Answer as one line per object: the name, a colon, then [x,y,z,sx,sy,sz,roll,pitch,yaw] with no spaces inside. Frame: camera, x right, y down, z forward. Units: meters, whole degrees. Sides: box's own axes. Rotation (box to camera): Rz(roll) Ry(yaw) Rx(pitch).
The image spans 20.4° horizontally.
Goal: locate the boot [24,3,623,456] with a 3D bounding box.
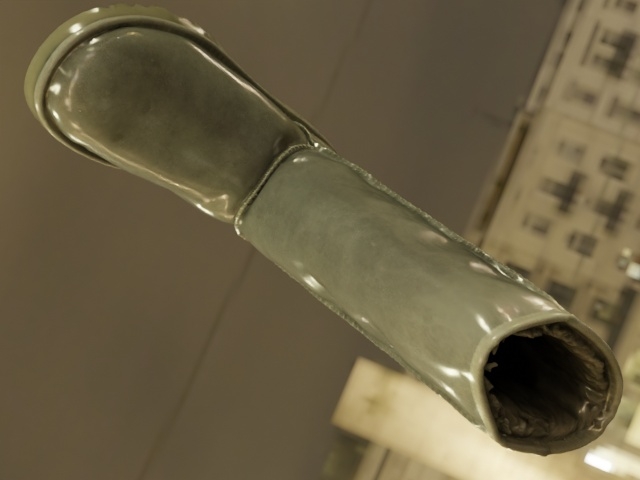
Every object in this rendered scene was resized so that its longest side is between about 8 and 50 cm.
boot: [0.001,-0.002,0.693,0.190,0.208,0.076,19,-69,-44]
